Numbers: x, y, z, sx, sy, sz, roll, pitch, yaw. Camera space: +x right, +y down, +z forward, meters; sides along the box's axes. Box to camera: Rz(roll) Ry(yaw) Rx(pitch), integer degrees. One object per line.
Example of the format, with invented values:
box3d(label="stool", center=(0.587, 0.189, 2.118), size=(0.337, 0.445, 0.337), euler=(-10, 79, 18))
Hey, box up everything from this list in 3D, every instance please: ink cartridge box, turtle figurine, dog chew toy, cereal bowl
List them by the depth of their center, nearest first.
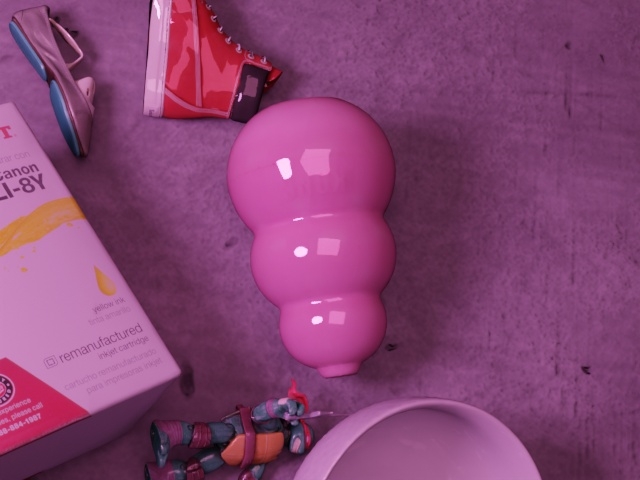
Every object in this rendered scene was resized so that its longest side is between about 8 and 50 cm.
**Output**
box3d(label="ink cartridge box", center=(-0.380, 0.065, 1.476), size=(0.279, 0.160, 0.384), euler=(-22, 72, -42))
box3d(label="cereal bowl", center=(0.090, 0.338, 1.536), size=(0.339, 0.141, 0.339), euler=(-1, 92, -31))
box3d(label="turtle figurine", center=(-0.084, 0.248, 1.584), size=(0.234, 0.118, 0.175), euler=(-4, 113, -19))
box3d(label="dog chew toy", center=(0.000, 0.000, 1.636), size=(0.207, 0.206, 0.331), euler=(-6, 81, -12))

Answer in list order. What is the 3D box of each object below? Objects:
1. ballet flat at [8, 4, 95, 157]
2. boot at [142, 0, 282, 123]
box3d(label="ballet flat", center=(-0.322, -0.207, 1.709), size=(0.068, 0.072, 0.213), euler=(-24, 77, -21))
box3d(label="boot", center=(-0.136, -0.272, 1.756), size=(0.176, 0.088, 0.244), euler=(3, 80, -9))
